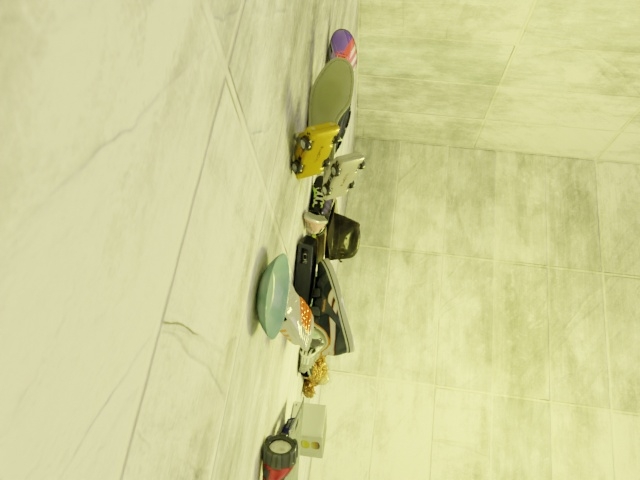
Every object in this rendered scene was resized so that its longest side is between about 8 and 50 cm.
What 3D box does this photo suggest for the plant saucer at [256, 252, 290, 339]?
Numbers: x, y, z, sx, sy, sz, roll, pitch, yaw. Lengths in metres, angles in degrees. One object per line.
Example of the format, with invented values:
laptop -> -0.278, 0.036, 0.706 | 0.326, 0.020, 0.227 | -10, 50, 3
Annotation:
plant saucer -> -0.109, 0.122, 1.134 | 0.195, 0.038, 0.194 | 6, 90, -79

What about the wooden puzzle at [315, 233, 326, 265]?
wooden puzzle -> 0.000, 0.000, 2.186 | 0.238, 0.045, 0.220 | -83, 176, -61

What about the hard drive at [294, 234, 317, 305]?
hard drive -> -0.051, 0.119, 1.694 | 0.172, 0.054, 0.254 | -58, 154, -78

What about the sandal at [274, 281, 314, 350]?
sandal -> -0.090, 0.181, 1.315 | 0.101, 0.076, 0.265 | -71, 146, -45

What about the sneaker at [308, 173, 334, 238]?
sneaker -> 0.003, -0.120, 1.807 | 0.097, 0.084, 0.234 | -52, 148, -77

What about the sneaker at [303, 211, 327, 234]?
sneaker -> -0.030, -0.054, 1.718 | 0.070, 0.051, 0.134 | -49, 158, 16

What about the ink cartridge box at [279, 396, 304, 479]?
ink cartridge box -> -0.117, 0.726, 1.681 | 0.324, 0.072, 0.329 | -5, 98, -84

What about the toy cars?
toy cars -> 0.015, -0.228, 1.408 | 0.087, 0.177, 0.394 | 61, 13, 21

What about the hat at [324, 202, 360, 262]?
hat -> 0.086, -0.013, 1.984 | 0.331, 0.134, 0.330 | -175, -90, -90

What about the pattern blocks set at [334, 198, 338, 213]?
pattern blocks set -> 0.072, -0.120, 2.435 | 0.285, 0.026, 0.324 | -92, 177, -55

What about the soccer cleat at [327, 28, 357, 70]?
soccer cleat -> 0.065, -0.587, 1.821 | 0.116, 0.109, 0.318 | -64, 162, -63

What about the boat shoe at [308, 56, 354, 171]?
boat shoe -> 0.028, -0.377, 1.553 | 0.113, 0.127, 0.339 | -55, 152, -81

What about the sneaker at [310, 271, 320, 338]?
sneaker -> -0.028, 0.241, 1.852 | 0.151, 0.094, 0.255 | 112, -25, -89

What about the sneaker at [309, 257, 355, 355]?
sneaker -> 0.014, 0.220, 1.668 | 0.126, 0.128, 0.320 | 103, -26, -74

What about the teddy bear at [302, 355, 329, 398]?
teddy bear -> -0.017, 0.596, 2.342 | 0.245, 0.113, 0.337 | -74, 170, -47

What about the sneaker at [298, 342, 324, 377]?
sneaker -> -0.048, 0.495, 2.107 | 0.229, 0.086, 0.132 | 1, 101, -74

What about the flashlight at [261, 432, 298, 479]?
flashlight -> -0.121, 0.697, 1.429 | 0.103, 0.103, 0.303 | -76, 170, -72

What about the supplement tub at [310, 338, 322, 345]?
supplement tub -> -0.016, 0.322, 2.040 | 0.106, 0.106, 0.197 | 90, 9, -48

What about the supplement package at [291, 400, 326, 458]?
supplement package -> -0.049, 0.772, 2.065 | 0.244, 0.139, 0.133 | 88, 9, -49
